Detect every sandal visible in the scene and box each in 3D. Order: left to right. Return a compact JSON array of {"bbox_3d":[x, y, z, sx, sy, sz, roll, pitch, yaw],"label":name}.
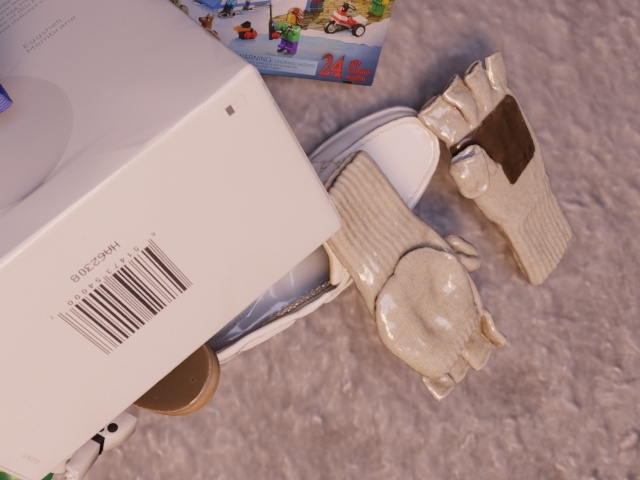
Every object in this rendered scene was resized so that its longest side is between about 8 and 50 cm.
[{"bbox_3d":[-0.173,0.061,0.569,0.240,0.079,0.088,25,76,17],"label":"sandal"}]

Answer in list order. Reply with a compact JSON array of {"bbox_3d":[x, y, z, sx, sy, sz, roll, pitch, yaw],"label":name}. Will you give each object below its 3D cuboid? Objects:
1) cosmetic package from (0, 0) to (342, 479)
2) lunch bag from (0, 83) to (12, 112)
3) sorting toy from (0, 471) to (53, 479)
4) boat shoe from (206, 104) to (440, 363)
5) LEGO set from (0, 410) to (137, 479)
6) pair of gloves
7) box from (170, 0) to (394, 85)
[{"bbox_3d":[-0.152,-0.032,0.455,0.224,0.224,0.138,-40,141,-6],"label":"cosmetic package"},{"bbox_3d":[-0.323,-0.090,0.415,0.221,0.293,0.138,-43,131,-5],"label":"lunch bag"},{"bbox_3d":[-0.329,0.203,0.552,0.275,0.046,0.132,0,94,-16],"label":"sorting toy"},{"bbox_3d":[0.000,0.000,0.606,0.277,0.096,0.098,-44,103,-9],"label":"boat shoe"},{"bbox_3d":[-0.246,0.116,0.512,0.227,0.087,0.093,27,45,6],"label":"LEGO set"},{"bbox_3d":[0.113,-0.012,0.613,0.240,0.042,0.204,-43,113,-31],"label":"pair of gloves"},{"bbox_3d":[-0.057,-0.203,0.563,0.233,0.044,0.159,3,127,-16],"label":"box"}]
